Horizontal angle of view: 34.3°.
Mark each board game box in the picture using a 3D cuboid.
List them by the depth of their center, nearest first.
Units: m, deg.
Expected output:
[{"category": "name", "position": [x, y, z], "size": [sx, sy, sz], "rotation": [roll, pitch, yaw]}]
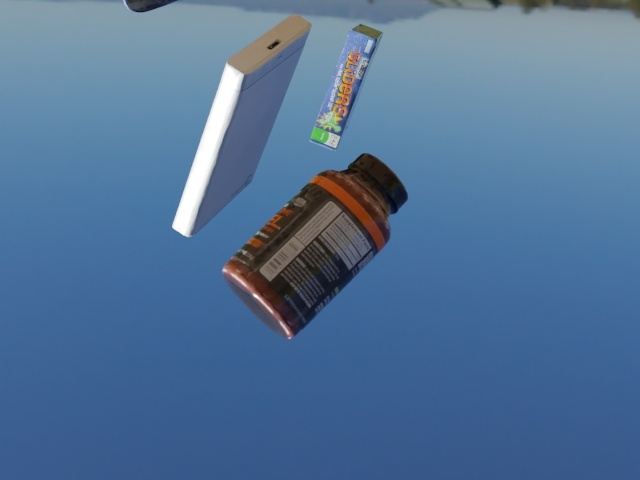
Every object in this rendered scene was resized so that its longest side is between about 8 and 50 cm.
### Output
[{"category": "board game box", "position": [0.034, -0.191, 1.259], "size": [0.035, 0.136, 0.201], "rotation": [21, -165, 0]}]

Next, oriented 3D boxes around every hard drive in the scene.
[{"category": "hard drive", "position": [-0.135, -0.192, 1.761], "size": [0.047, 0.353, 0.233], "rotation": [32, -140, 8]}]

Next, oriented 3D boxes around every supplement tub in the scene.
[{"category": "supplement tub", "position": [0.000, 0.000, 1.071], "size": [0.198, 0.106, 0.106], "rotation": [-45, -149, -13]}]

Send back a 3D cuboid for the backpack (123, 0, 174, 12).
[{"category": "backpack", "position": [-0.205, -0.343, 1.289], "size": [0.114, 0.105, 0.084], "rotation": [-26, -115, -11]}]
